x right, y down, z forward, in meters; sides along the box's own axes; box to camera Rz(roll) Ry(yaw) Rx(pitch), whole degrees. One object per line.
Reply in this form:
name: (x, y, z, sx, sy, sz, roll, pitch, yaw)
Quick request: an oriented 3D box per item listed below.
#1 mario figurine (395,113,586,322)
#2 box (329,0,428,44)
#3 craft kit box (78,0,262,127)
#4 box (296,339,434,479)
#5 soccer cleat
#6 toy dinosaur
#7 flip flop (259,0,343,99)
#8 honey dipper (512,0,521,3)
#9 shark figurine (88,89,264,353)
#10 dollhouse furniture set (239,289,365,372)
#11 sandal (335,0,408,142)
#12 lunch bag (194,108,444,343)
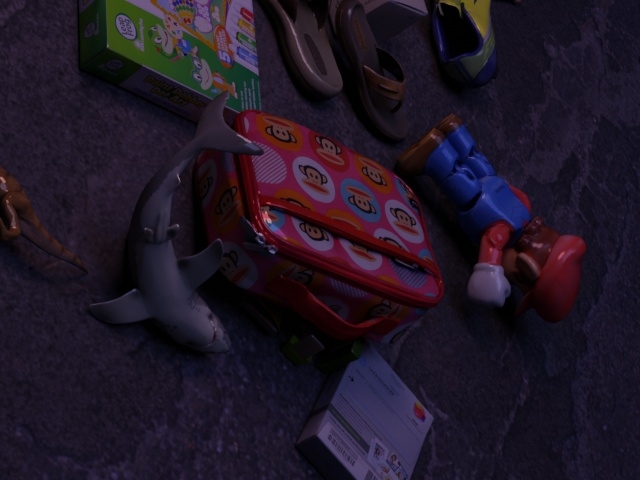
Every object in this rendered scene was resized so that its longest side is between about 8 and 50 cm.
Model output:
mario figurine: (0.229, -0.007, 2.123, 0.198, 0.170, 0.320, -39, 88, -19)
box: (0.053, -0.423, 2.164, 0.094, 0.113, 0.275, 12, 56, -51)
craft kit box: (-0.180, -0.271, 1.812, 0.246, 0.061, 0.250, 21, 51, -40)
box: (0.056, 0.223, 1.775, 0.145, 0.038, 0.186, 49, 37, -17)
soccer cleat: (0.212, -0.372, 2.336, 0.121, 0.093, 0.289, 32, 45, -55)
toy dinosaur: (-0.300, -0.029, 1.478, 0.211, 0.064, 0.112, 51, 34, -14)
flip flop: (-0.027, -0.322, 2.016, 0.112, 0.080, 0.277, -9, 74, -54)
honey dipper: (0.297, -0.413, 2.540, 0.160, 0.030, 0.030, -1, 67, -54)
shark figurine: (-0.166, -0.017, 1.585, 0.166, 0.278, 0.116, -1, 22, -22)
dollhouse furniture set: (-0.021, 0.089, 1.754, 0.152, 0.058, 0.076, 47, 36, -20)
sandal: (0.083, -0.232, 2.077, 0.090, 0.060, 0.219, -54, 130, -55)
lunch bag: (0.000, 0.000, 1.752, 0.293, 0.120, 0.258, 22, 40, -34)
